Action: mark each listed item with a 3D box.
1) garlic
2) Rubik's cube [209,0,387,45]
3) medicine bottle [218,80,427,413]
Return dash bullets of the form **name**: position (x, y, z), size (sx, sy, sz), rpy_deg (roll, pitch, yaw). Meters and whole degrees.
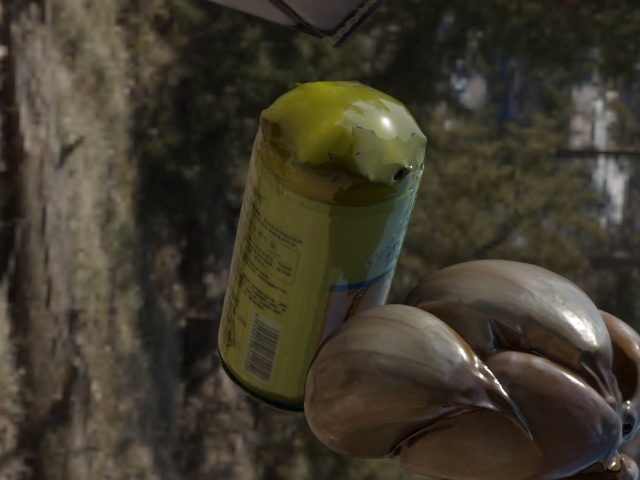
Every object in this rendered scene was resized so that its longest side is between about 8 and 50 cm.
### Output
- **garlic**: position (0.106, 0.086, 0.984), size (0.214, 0.191, 0.160), rpy_deg (37, 52, -27)
- **Rubik's cube**: position (-0.043, -0.266, 0.724), size (0.255, 0.259, 0.260), rpy_deg (148, -41, -72)
- **medicine bottle**: position (0.000, 0.000, 1.084), size (0.124, 0.124, 0.239), rpy_deg (-65, 172, -50)
